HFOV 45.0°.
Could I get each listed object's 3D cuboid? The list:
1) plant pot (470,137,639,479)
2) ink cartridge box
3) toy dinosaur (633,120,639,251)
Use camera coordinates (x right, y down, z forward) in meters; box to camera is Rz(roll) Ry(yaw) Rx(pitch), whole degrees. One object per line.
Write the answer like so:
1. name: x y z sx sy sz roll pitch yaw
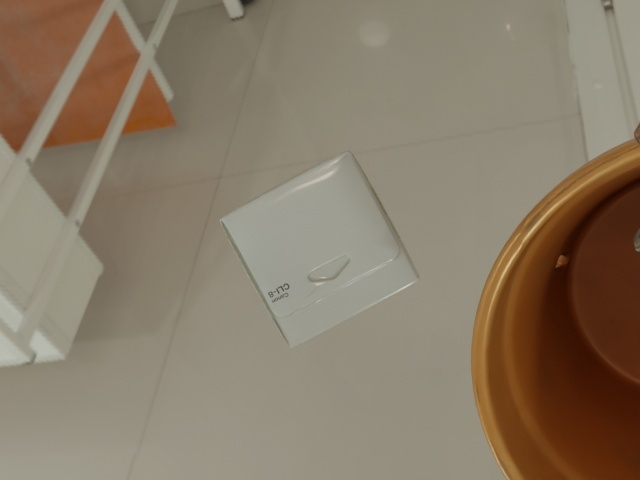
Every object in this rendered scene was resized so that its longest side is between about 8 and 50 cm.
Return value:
1. plant pot: 0.260 0.055 0.515 0.290 0.203 0.291 5 106 18
2. ink cartridge box: 0.000 0.000 0.713 0.128 0.176 0.127 -29 95 2
3. toy dinosaur: 0.069 -0.137 0.176 0.200 0.127 0.296 39 146 6
